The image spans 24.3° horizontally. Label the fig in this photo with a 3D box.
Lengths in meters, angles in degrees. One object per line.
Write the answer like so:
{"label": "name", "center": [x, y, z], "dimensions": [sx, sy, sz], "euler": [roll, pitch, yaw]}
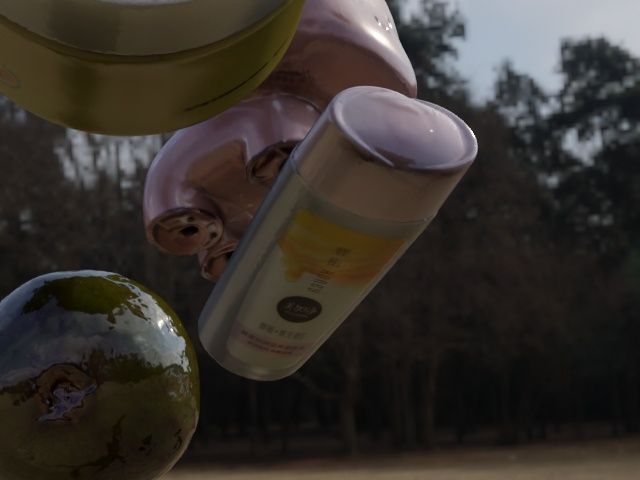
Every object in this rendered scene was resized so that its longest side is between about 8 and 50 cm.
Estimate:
{"label": "fig", "center": [-0.133, 0.076, 0.812], "dimensions": [0.124, 0.124, 0.236], "euler": [-3, 0, -11]}

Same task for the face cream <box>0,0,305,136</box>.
{"label": "face cream", "center": [-0.102, -0.184, 0.788], "dimensions": [0.218, 0.218, 0.179], "euler": [-3, -16, -10]}

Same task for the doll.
{"label": "doll", "center": [-0.042, -0.132, 1.176], "dimensions": [0.216, 0.268, 0.284], "euler": [-29, -40, 24]}

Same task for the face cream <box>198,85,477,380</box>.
{"label": "face cream", "center": [0.000, 0.000, 1.027], "dimensions": [0.107, 0.073, 0.269], "euler": [12, -39, -22]}
